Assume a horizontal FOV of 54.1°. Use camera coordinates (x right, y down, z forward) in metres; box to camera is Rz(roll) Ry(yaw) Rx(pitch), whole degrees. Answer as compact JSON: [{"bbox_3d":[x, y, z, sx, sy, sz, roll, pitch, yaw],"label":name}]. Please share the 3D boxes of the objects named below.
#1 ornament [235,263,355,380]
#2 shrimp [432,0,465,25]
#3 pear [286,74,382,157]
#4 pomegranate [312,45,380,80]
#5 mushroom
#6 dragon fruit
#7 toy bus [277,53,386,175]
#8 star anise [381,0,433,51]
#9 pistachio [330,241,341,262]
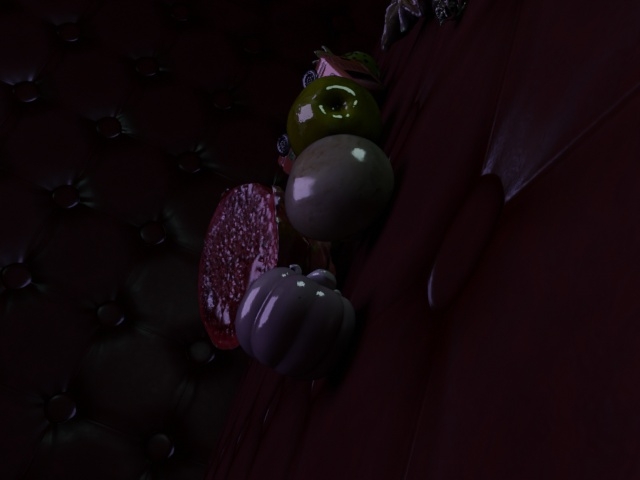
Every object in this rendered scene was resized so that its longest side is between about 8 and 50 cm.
[{"bbox_3d":[-0.034,0.114,0.926,0.177,0.177,0.178,-157,90,-85],"label":"ornament"},{"bbox_3d":[0.244,-0.447,1.188,0.057,0.065,0.165,70,-154,-47],"label":"shrimp"},{"bbox_3d":[0.035,-0.279,1.608,0.307,0.252,0.253,83,-153,-68],"label":"pear"},{"bbox_3d":[0.083,-0.607,2.375,0.231,0.285,0.231,18,-90,-73],"label":"pomegranate"},{"bbox_3d":[0.040,-0.076,1.122,0.206,0.209,0.206,-24,22,11],"label":"mushroom"},{"bbox_3d":[-0.104,0.060,1.366,0.386,0.248,0.371,-53,43,33],"label":"dragon fruit"},{"bbox_3d":[0.034,-0.379,2.093,0.233,0.203,0.427,50,128,37],"label":"toy bus"},{"bbox_3d":[0.267,-0.678,1.741,0.293,0.109,0.349,-61,13,-18],"label":"star anise"},{"bbox_3d":[0.000,0.000,1.502,0.126,0.108,0.186,11,-85,-70],"label":"pistachio"}]
